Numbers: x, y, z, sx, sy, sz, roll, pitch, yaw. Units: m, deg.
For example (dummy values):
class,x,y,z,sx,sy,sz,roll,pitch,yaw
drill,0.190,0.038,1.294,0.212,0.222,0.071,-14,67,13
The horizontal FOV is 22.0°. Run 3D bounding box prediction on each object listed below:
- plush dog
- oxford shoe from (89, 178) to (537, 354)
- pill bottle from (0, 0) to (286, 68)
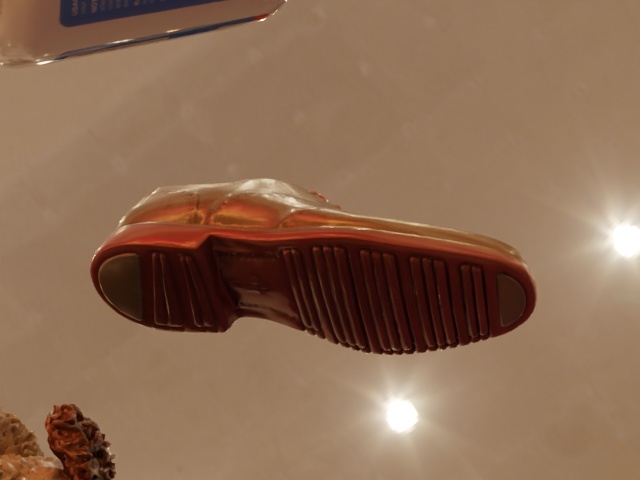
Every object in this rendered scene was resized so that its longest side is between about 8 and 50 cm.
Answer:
class,x,y,z,sx,sy,sz,roll,pitch,yaw
plush dog,-0.276,0.233,1.349,0.210,0.225,0.262,41,-109,-46
oxford shoe,0.000,0.000,1.277,0.348,0.130,0.123,6,-48,14
pill bottle,-0.133,-0.161,0.883,0.221,0.124,0.124,-15,-60,-29
